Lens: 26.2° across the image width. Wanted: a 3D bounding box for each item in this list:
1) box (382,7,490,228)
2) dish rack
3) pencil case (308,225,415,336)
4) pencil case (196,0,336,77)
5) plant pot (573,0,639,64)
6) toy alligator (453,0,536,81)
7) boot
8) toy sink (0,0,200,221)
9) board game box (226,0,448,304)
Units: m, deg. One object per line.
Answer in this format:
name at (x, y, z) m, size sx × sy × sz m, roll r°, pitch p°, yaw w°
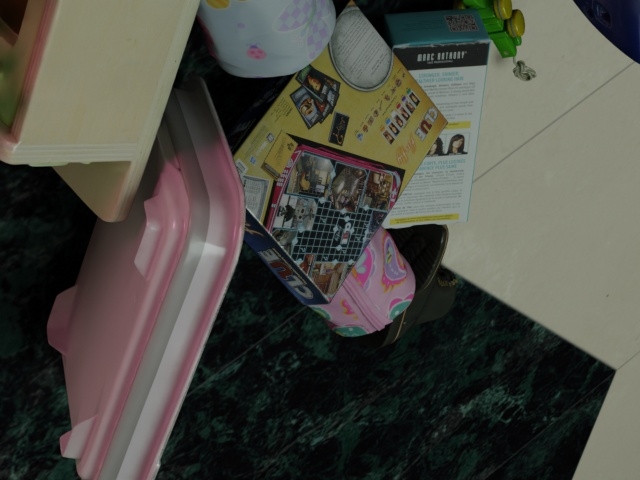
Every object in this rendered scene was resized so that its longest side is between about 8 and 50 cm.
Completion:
box at (0.112, -0.123, 1.445) m, size 0.100 × 0.060 × 0.244 m, roll -5°, pitch 133°, yaw -7°
dish rack at (-0.165, 0.040, 1.194) m, size 0.072 × 0.285 × 0.333 m, roll 12°, pitch 118°, yaw -22°
pencil case at (0.000, 0.000, 1.425) m, size 0.124 × 0.124 × 0.284 m, roll -45°, pitch 145°, yaw -3°
pencil case at (-0.070, -0.255, 1.113) m, size 0.273 × 0.113 × 0.124 m, roll 65°, pitch 32°, yaw -53°
plant pot at (0.325, -0.353, 1.344) m, size 0.236 × 0.212 × 0.236 m, roll -34°, pitch 143°, yaw -16°
toy alligator at (0.189, -0.234, 1.462) m, size 0.189 × 0.056 × 0.051 m, roll 37°, pitch 54°, yaw -54°
boot at (0.129, 0.034, 1.645) m, size 0.137 × 0.077 × 0.198 m, roll -16°, pitch 148°, yaw -42°
toy sink at (-0.209, -0.142, 1.051) m, size 0.131 × 0.153 × 0.234 m, roll -6°, pitch 129°, yaw -43°
board game box at (0.007, -0.083, 1.278) m, size 0.165 × 0.042 × 0.243 m, roll 49°, pitch 57°, yaw -24°
